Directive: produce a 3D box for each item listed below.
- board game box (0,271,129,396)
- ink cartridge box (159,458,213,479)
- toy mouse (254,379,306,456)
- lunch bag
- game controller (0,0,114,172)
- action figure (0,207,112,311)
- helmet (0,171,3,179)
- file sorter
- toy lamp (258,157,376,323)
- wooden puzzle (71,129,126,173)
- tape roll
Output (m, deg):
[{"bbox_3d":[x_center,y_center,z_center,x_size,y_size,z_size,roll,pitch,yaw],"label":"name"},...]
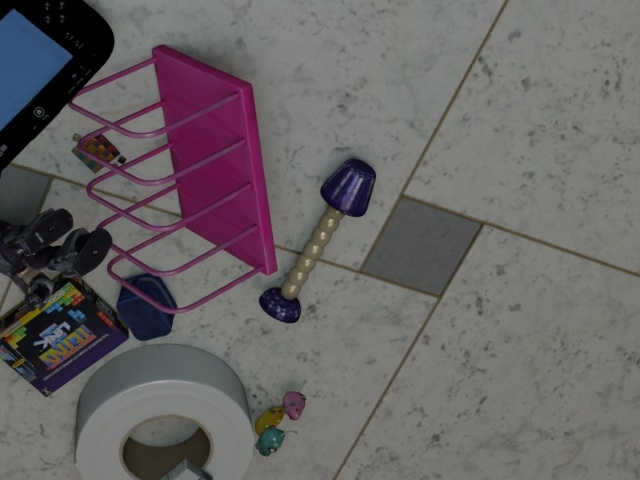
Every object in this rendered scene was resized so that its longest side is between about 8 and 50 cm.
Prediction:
[{"bbox_3d":[-0.401,0.142,1.971,0.170,0.048,0.141,-36,120,11],"label":"board game box"},{"bbox_3d":[-0.231,0.403,2.059,0.115,0.029,0.063,-41,121,14],"label":"ink cartridge box"},{"bbox_3d":[-0.067,0.292,2.085,0.031,0.143,0.161,38,84,-14],"label":"toy mouse"},{"bbox_3d":[-0.264,0.095,1.960,0.067,0.065,0.098,-14,126,16],"label":"lunch bag"},{"bbox_3d":[-0.408,-0.200,1.637,0.166,0.067,0.319,36,68,7],"label":"game controller"},{"bbox_3d":[-0.414,0.011,1.793,0.185,0.285,0.099,46,59,-25],"label":"action figure"},{"bbox_3d":[-0.503,-0.125,1.716,0.169,0.162,0.169,-5,122,-8],"label":"helmet"},{"bbox_3d":[-0.204,-0.076,1.744,0.182,0.202,0.291,-29,129,-31],"label":"file sorter"},{"bbox_3d":[0.000,0.000,1.946,0.080,0.080,0.275,18,118,-21],"label":"toy lamp"},{"bbox_3d":[-0.320,-0.126,1.845,0.049,0.006,0.083,-36,121,12],"label":"wooden puzzle"},{"bbox_3d":[-0.251,0.308,2.074,0.286,0.100,0.286,-5,123,-8],"label":"tape roll"}]
